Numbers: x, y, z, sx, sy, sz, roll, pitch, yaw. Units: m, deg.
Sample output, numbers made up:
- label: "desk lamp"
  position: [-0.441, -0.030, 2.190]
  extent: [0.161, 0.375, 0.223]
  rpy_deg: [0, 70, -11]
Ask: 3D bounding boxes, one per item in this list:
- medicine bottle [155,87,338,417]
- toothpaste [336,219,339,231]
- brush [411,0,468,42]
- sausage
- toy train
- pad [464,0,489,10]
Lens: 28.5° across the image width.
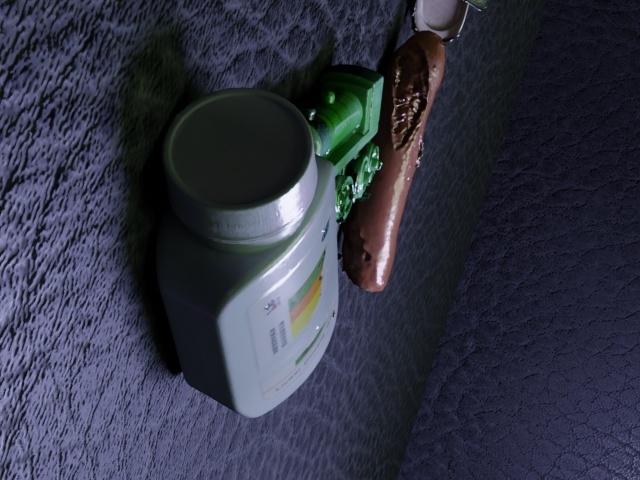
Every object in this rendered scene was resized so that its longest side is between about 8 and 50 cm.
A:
- label: "medicine bottle"
  position: [-0.051, 0.013, 0.982]
  extent: [0.161, 0.111, 0.296]
  rpy_deg: [-53, 159, -27]
- label: "toothpaste"
  position: [0.000, 0.000, 1.388]
  extent: [0.216, 0.037, 0.062]
  rpy_deg: [-66, 166, -49]
- label: "brush"
  position: [0.164, -0.401, 1.554]
  extent: [0.067, 0.072, 0.313]
  rpy_deg: [-111, -151, -71]
- label: "sausage"
  position: [0.084, -0.099, 1.536]
  extent: [0.087, 0.079, 0.327]
  rpy_deg: [3, 102, -67]
- label: "toy train"
  position: [0.004, -0.088, 1.190]
  extent: [0.251, 0.085, 0.119]
  rpy_deg: [-49, 148, -67]
- label: "pad"
  position: [0.146, -0.337, 1.405]
  extent: [0.157, 0.003, 0.112]
  rpy_deg: [23, 81, -34]
